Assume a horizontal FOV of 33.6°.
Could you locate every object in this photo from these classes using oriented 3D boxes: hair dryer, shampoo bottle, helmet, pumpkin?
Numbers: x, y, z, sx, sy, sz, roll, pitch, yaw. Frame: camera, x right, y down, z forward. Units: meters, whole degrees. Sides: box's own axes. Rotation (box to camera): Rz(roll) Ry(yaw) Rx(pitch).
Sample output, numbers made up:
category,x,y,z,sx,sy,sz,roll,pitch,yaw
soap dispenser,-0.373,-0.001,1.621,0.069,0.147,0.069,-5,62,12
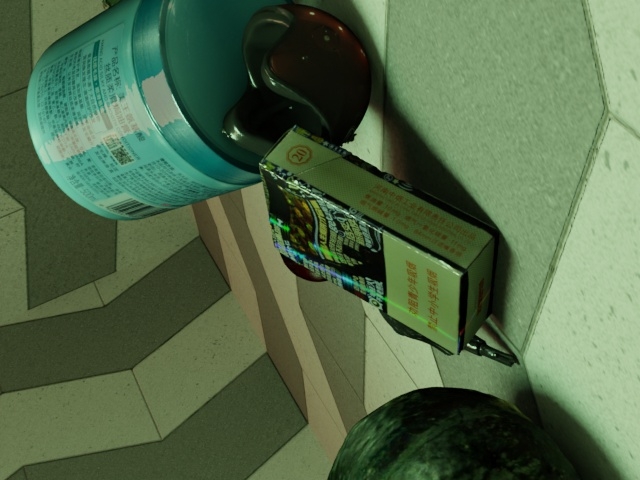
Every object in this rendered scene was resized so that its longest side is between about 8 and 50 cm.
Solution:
category,x,y,z,sx,sy,sz,roll,pitch,yaw
hair dryer,0.189,0.135,1.456,0.219,0.075,0.195,27,171,46
shampoo bottle,-0.225,-0.217,1.623,0.342,0.331,0.331,-16,100,41
helmet,-0.028,-0.211,1.422,0.216,0.193,0.189,64,149,12
pumpkin,0.187,0.404,1.330,0.454,0.344,0.454,58,170,16

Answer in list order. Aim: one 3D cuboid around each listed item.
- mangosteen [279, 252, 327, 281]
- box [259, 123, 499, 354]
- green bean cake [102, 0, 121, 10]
category,x,y,z,sx,sy,sz,roll,pitch,yaw
mangosteen,0.000,0.000,1.919,0.152,0.152,0.152,61,168,23
box,0.073,0.001,1.359,0.310,0.084,0.198,30,153,23
green bean cake,-0.320,-0.533,1.971,0.241,0.255,0.132,58,170,15
